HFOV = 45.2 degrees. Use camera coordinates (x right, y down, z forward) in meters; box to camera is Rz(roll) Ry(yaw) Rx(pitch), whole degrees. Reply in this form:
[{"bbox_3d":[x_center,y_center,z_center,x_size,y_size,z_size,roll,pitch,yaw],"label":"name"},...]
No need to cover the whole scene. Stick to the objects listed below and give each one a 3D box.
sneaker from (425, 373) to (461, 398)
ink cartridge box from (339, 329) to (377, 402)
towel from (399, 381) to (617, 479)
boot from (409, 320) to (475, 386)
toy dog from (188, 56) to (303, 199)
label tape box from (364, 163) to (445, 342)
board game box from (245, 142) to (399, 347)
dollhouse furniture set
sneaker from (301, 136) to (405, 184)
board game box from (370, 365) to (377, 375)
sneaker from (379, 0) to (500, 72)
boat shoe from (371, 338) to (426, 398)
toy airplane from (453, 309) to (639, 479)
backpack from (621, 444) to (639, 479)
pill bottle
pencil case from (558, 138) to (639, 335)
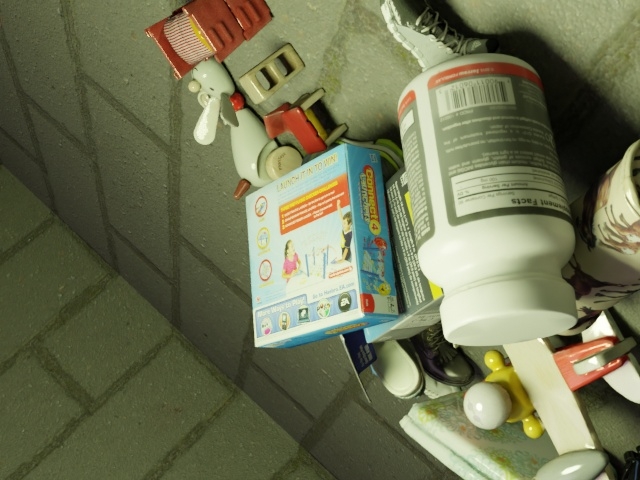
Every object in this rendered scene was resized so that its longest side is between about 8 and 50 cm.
[{"bbox_3d":[0.252,0.349,1.921,0.106,0.123,0.290,2,132,53],"label":"sneaker"},{"bbox_3d":[0.042,0.130,1.595,0.324,0.071,0.330,69,175,-56],"label":"ink cartridge box"},{"bbox_3d":[0.394,0.440,1.614,0.374,0.321,0.090,31,114,39],"label":"towel"},{"bbox_3d":[0.255,0.203,1.733,0.263,0.091,0.229,39,155,18],"label":"boot"},{"bbox_3d":[-0.198,-0.226,1.708,0.333,0.161,0.220,45,154,1],"label":"toy dog"},{"bbox_3d":[0.171,0.012,1.326,0.334,0.106,0.240,-45,52,55],"label":"label tape box"},{"bbox_3d":[-0.009,0.021,1.388,0.308,0.086,0.301,-22,67,47],"label":"board game box"},{"bbox_3d":[-0.145,-0.313,1.507,0.374,0.152,0.201,55,153,-19],"label":"dollhouse furniture set"},{"bbox_3d":[0.045,-0.134,1.517,0.300,0.121,0.111,3,131,55],"label":"sneaker"},{"bbox_3d":[0.191,0.319,2.062,0.160,0.039,0.211,25,149,36],"label":"board game box"},{"bbox_3d":[0.191,-0.298,1.117,0.132,0.086,0.228,3,141,49],"label":"sneaker"},{"bbox_3d":[0.143,0.227,1.754,0.099,0.116,0.319,38,-163,-52],"label":"boat shoe"},{"bbox_3d":[0.391,0.266,1.402,0.386,0.272,0.384,36,137,51],"label":"toy airplane"},{"bbox_3d":[0.665,0.598,1.534,0.213,0.276,0.263,20,150,20],"label":"backpack"},{"bbox_3d":[0.228,-0.052,1.054,0.210,0.210,0.362,123,145,-64],"label":"pill bottle"},{"bbox_3d":[0.421,0.008,1.098,0.184,0.159,0.410,3,156,-8],"label":"pencil case"}]
